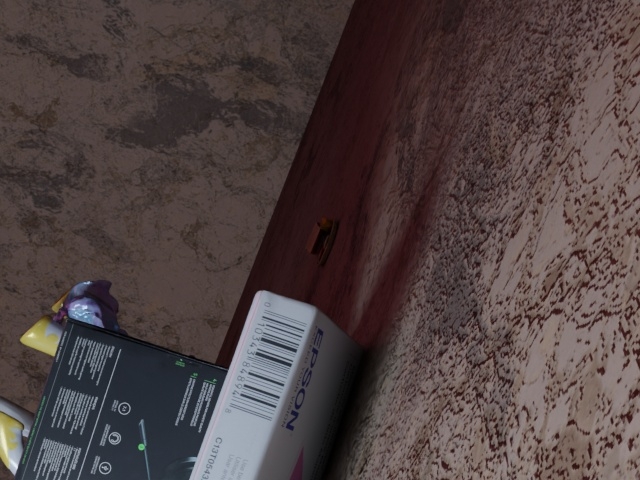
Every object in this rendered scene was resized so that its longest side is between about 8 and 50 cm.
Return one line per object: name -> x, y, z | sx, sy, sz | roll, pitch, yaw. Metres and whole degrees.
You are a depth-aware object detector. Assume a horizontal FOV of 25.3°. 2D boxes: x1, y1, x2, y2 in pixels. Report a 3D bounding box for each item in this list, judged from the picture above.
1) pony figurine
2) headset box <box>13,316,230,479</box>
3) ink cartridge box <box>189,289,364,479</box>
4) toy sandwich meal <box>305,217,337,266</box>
pony figurine -> -0.218, 0.226, 1.745 | 0.351, 0.363, 0.303 | -46, 6, -17
headset box -> -0.173, 0.243, 1.561 | 0.131, 0.283, 0.246 | 98, -172, -84
ink cartridge box -> -0.045, 0.236, 1.385 | 0.330, 0.071, 0.324 | 44, -116, -70
toy sandwich meal -> 0.000, 0.000, 2.130 | 0.085, 0.029, 0.085 | -160, 90, -84
